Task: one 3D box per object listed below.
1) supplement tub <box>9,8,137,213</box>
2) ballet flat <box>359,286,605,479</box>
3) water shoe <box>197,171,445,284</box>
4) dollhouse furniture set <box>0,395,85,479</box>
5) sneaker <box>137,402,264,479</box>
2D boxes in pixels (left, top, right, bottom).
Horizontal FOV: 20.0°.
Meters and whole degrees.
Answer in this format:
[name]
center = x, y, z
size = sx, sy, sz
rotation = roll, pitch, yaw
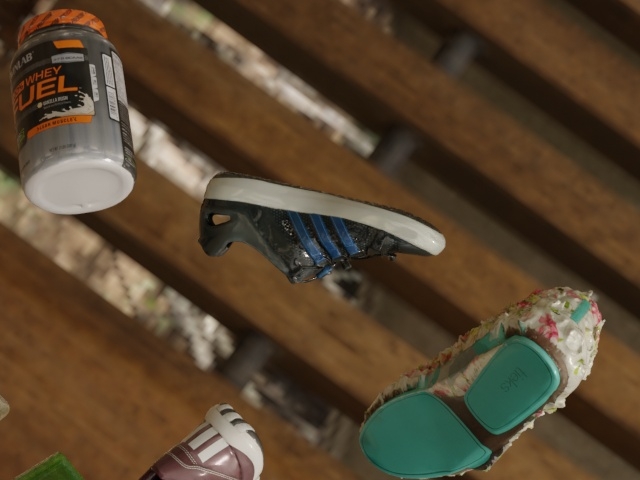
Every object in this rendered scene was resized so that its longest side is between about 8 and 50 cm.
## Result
[supplement tub]
center = -0.254, -0.132, 1.841
size = 0.117, 0.117, 0.190
rotation = 126, -41, -52
[ballet flat]
center = 0.114, 0.099, 1.225
size = 0.077, 0.091, 0.241
rotation = -43, -176, -37
[water shoe]
center = 0.000, 0.000, 1.491
size = 0.073, 0.203, 0.080
rotation = -8, 111, -82
[dollhouse furniture set]
center = -0.361, 0.216, 1.617
size = 0.197, 0.301, 0.151
rotation = -40, 180, 10
[sneaker]
center = -0.148, 0.309, 1.966
size = 0.162, 0.106, 0.281
rotation = -30, 138, -29
